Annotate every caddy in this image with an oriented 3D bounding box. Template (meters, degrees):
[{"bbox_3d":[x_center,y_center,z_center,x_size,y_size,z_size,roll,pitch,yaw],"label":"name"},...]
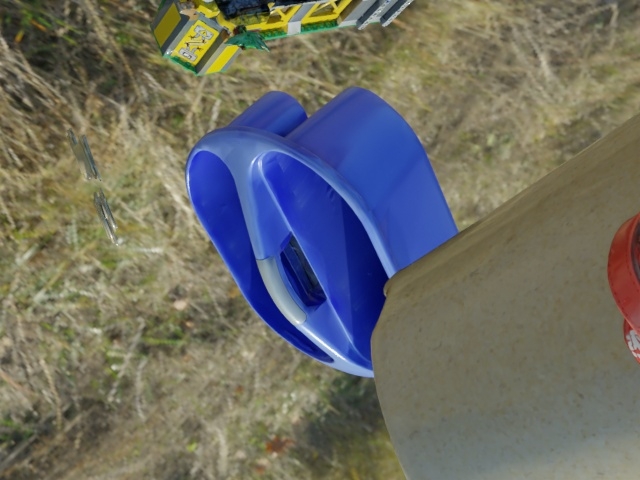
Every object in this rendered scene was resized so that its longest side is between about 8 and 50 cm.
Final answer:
[{"bbox_3d":[0.000,0.000,1.077,0.179,0.241,0.341,-51,129,-33],"label":"caddy"}]

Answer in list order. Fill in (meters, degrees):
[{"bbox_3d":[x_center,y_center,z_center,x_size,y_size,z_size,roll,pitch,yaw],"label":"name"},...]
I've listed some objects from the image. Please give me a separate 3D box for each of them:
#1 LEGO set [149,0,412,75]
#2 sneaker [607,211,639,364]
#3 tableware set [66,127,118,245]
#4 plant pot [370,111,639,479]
[{"bbox_3d":[-0.023,-0.286,0.664,0.255,0.331,0.192,-7,163,-33],"label":"LEGO set"},{"bbox_3d":[0.149,-0.019,0.313,0.270,0.145,0.090,50,37,-35],"label":"sneaker"},{"bbox_3d":[-0.276,-0.068,1.243,0.020,0.169,0.141,-21,104,-12],"label":"tableware set"},{"bbox_3d":[0.212,0.063,0.619,0.305,0.333,0.334,-27,149,27],"label":"plant pot"}]
